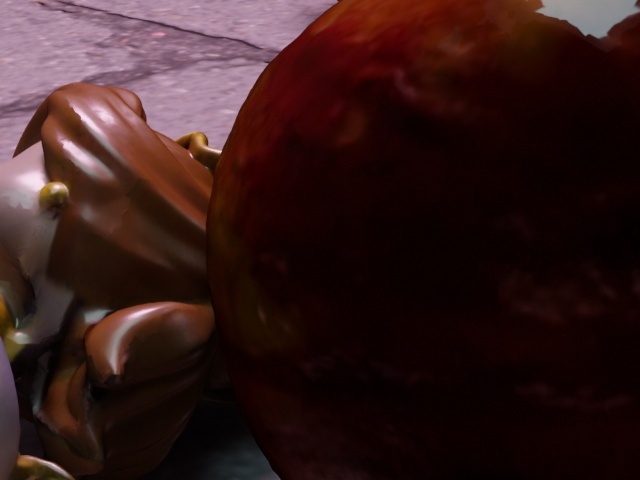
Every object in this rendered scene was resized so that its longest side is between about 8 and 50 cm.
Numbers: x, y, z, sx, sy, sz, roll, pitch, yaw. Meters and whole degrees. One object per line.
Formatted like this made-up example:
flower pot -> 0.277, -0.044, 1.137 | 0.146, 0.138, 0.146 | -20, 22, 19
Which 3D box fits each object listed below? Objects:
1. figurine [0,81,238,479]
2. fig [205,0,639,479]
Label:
figurine -> -0.119, 0.032, 0.640 | 0.189, 0.142, 0.263 | 43, 42, 20
fig -> 0.076, 0.009, 0.542 | 0.263, 0.224, 0.224 | -10, 17, 33
